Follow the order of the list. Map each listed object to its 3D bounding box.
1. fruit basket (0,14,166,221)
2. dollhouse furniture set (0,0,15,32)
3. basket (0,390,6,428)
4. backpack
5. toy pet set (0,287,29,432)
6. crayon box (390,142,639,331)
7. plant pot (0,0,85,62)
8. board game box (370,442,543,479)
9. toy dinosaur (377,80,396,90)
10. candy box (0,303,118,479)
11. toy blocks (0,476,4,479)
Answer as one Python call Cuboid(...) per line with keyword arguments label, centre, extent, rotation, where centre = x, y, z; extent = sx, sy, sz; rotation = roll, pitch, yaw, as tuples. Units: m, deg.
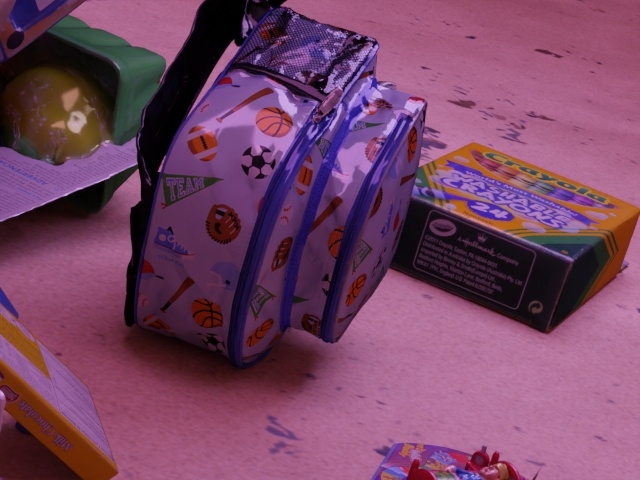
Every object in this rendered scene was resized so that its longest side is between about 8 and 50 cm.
Cuboid(label="fruit basket", centre=(-0.321, -0.102, 1.778), extent=(0.327, 0.165, 0.353), rotation=(25, 35, 25))
Cuboid(label="dollhouse furniture set", centre=(-0.434, -0.192, 1.443), extent=(0.362, 0.394, 0.256), rotation=(26, 18, -1))
Cuboid(label="basket", centre=(-0.285, 0.112, 1.170), extent=(0.167, 0.113, 0.103), rotation=(28, 23, 33))
Cuboid(label="backpack", centre=(-0.042, -0.027, 1.592), extent=(0.213, 0.276, 0.263), rotation=(22, 41, 19))
Cuboid(label="toy pet set", centre=(-0.245, 0.071, 1.401), extent=(0.122, 0.065, 0.114), rotation=(16, 18, -4))
Cuboid(label="crayon box", centre=(0.199, -0.015, 2.029), extent=(0.203, 0.083, 0.323), rotation=(23, 18, 17))
Cuboid(label="plant pot", centre=(-0.290, -0.302, 1.690), extent=(0.236, 0.236, 0.212), rotation=(-41, 61, -18))
Cuboid(label="board game box", centre=(0.110, 0.177, 1.458), extent=(0.133, 0.033, 0.169), rotation=(20, 18, 9))
Cuboid(label="toy dinosaur", centre=(-0.015, -0.105, 2.105), extent=(0.160, 0.121, 0.313), rotation=(17, 18, 42))
Cuboid(label="candy box", centre=(-0.212, 0.072, 1.294), extent=(0.206, 0.027, 0.105), rotation=(49, 8, -34))
Cuboid(label="toy blocks", centre=(-0.301, 0.061, 0.905), extent=(0.309, 0.260, 0.288), rotation=(-26, 38, -26))
